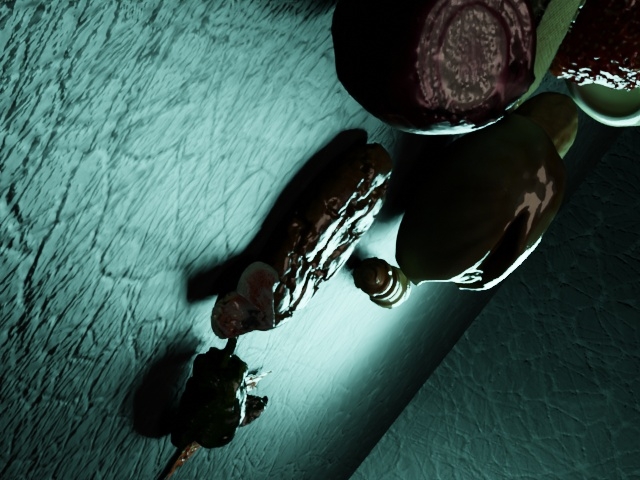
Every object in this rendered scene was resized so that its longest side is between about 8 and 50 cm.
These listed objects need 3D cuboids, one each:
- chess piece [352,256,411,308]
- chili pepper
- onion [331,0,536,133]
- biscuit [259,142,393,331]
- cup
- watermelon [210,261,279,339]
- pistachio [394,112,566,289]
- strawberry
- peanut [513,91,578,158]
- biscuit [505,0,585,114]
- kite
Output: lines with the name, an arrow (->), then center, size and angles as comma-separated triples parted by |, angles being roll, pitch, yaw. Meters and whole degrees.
chess piece -> 0.074, 0.051, 1.995 | 0.060, 0.060, 0.172 | -54, 167, 1
chili pepper -> -0.100, 0.161, 1.600 | 0.122, 0.065, 0.279 | -56, 171, -20
onion -> 0.077, -0.182, 1.211 | 0.173, 0.135, 0.198 | -17, 106, -43
biscuit -> 0.000, 0.000, 1.584 | 0.226, 0.042, 0.226 | -50, 168, -14
cup -> 0.466, -0.297, 2.236 | 0.202, 0.173, 0.255 | -44, 165, -47
watermelon -> -0.059, 0.057, 1.457 | 0.085, 0.061, 0.085 | -41, 162, -17
pistachio -> 0.190, -0.045, 1.952 | 0.288, 0.166, 0.197 | 134, -38, -52
strawberry -> 0.374, -0.271, 1.993 | 0.201, 0.187, 0.184 | -23, -172, 14
peanut -> 0.285, -0.129, 2.186 | 0.117, 0.101, 0.263 | -38, 180, 37
biscuit -> 0.248, -0.246, 1.831 | 0.150, 0.052, 0.252 | -39, 160, -40
kite -> -0.112, 0.187, 1.759 | 0.222, 0.008, 0.125 | -46, 166, -32
